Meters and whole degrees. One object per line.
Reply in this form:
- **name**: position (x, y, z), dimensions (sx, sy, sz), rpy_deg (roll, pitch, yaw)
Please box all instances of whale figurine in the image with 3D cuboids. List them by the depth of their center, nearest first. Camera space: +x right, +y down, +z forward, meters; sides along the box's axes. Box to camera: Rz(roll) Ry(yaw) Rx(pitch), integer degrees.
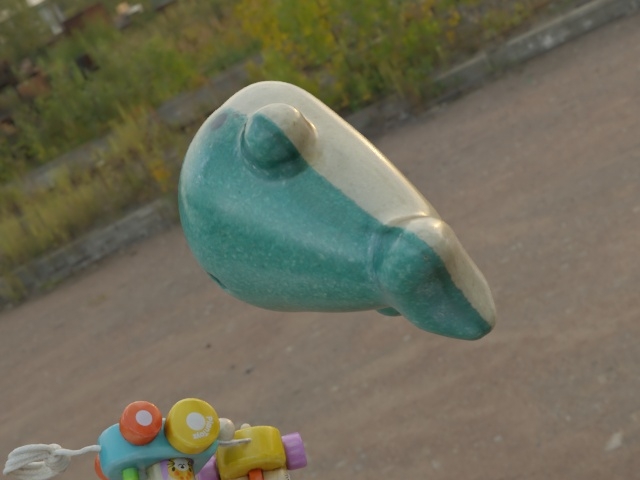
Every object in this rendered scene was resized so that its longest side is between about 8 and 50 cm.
- **whale figurine**: position (0.000, 0.000, 0.849), dimensions (0.141, 0.216, 0.272), rpy_deg (-45, 41, -7)

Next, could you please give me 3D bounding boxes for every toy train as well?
- **toy train**: position (-0.074, 0.131, 0.615), dimensions (0.125, 0.046, 0.166), rpy_deg (-26, -29, 16)
